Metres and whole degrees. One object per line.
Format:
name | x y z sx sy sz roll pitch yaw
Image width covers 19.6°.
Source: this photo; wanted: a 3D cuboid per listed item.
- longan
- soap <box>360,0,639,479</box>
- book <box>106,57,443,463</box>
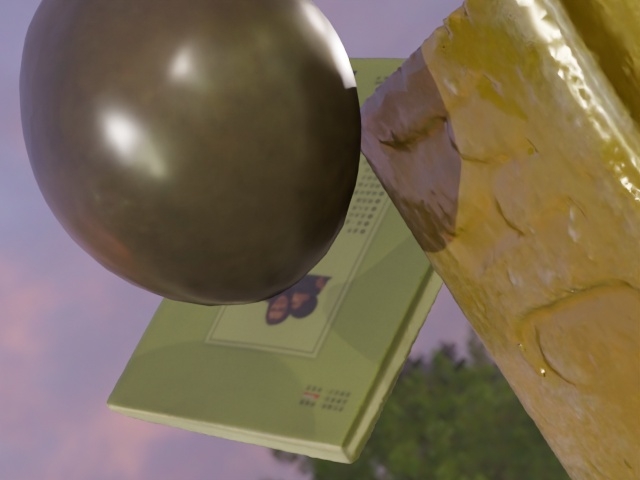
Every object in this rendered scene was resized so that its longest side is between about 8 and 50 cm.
longan | -0.070 -0.068 1.005 0.198 0.212 0.198 -15 -17 -5
soap | 0.185 -0.006 1.089 0.156 0.335 0.293 -32 -1 -24
book | 0.000 0.000 1.435 0.035 0.239 0.352 52 -124 -43
